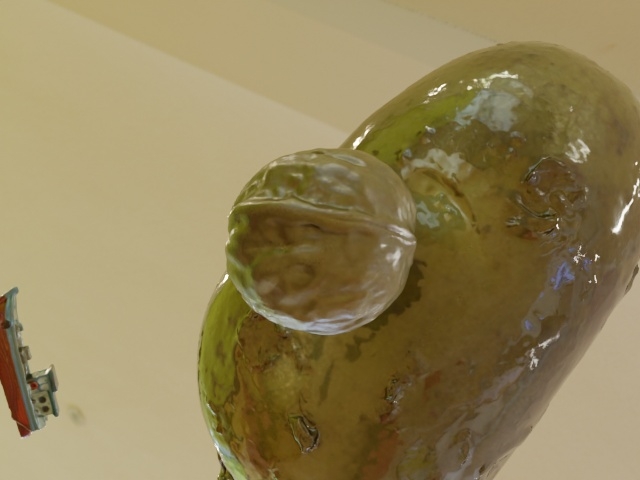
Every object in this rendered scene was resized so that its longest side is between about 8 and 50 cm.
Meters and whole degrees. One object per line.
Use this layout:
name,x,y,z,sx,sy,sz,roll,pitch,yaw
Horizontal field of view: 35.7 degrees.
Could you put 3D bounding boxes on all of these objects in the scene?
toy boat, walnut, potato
toy boat,-0.344,0.140,1.152,0.069,0.058,0.173,-175,-111,-78
walnut,0.000,0.000,0.447,0.092,0.092,0.092,17,-58,29
potato,0.066,0.034,0.649,0.219,0.269,0.359,39,-70,19
